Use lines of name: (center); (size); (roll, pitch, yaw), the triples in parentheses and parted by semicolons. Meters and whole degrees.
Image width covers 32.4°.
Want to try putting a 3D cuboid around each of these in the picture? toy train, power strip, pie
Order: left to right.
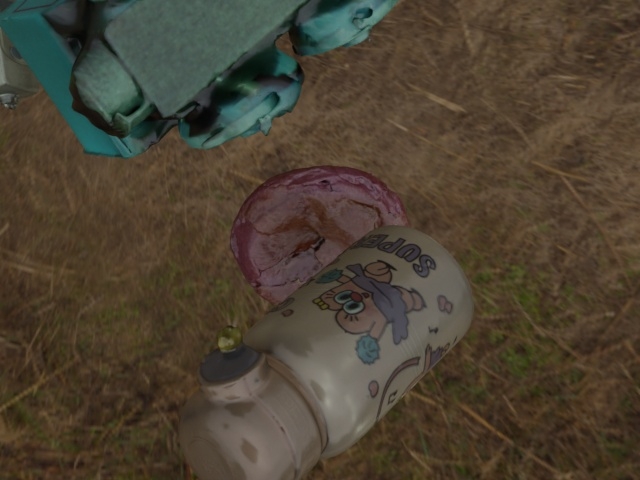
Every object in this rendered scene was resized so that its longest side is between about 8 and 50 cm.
power strip: (-0.416, -0.312, 1.408); (0.048, 0.080, 0.285); (-12, 86, 16)
toy train: (-0.057, -0.120, 0.539); (0.198, 0.154, 0.107); (-45, 120, -24)
pie: (0.000, 0.000, 1.102); (0.182, 0.049, 0.182); (-2, 131, -2)

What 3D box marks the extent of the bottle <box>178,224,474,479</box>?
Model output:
bottle: (0.001, 0.072, 0.686); (0.209, 0.097, 0.110); (-37, 121, -40)
